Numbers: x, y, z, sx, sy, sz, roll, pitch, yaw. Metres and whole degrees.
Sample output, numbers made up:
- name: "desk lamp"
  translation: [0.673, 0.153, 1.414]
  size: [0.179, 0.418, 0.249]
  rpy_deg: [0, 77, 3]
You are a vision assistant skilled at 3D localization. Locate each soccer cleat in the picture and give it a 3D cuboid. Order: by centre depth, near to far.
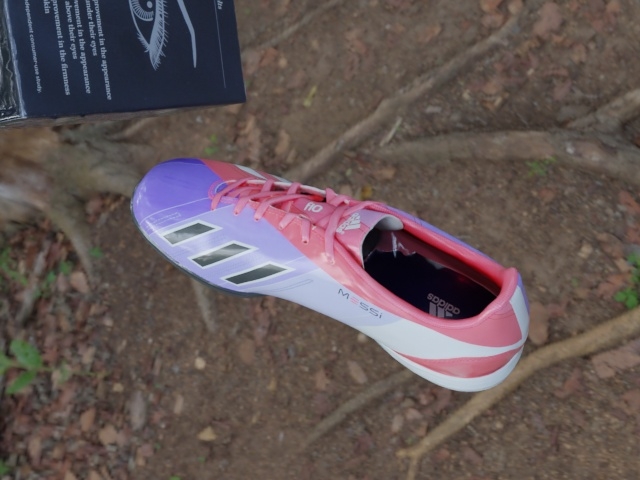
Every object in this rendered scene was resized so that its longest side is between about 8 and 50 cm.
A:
- name: "soccer cleat"
  translation: [0.000, 0.000, 0.686]
  size: [0.318, 0.116, 0.109]
  rpy_deg: [25, 64, 16]

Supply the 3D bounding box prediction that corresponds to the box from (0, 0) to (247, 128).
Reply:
- name: "box"
  translation: [-0.168, -0.164, 0.706]
  size: [0.108, 0.207, 0.153]
  rpy_deg: [-2, 97, 42]
